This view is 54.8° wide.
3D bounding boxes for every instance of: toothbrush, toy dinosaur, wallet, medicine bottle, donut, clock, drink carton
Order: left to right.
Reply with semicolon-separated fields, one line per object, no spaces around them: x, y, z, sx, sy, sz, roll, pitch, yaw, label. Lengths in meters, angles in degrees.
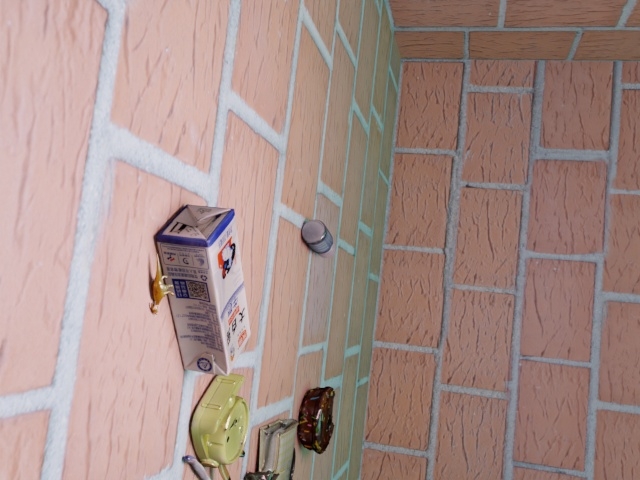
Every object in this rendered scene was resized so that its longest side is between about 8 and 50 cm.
-0.276;0.075;1.074;0.041;0.026;0.113;-13;117;-57;toy dinosaur
-0.250;0.521;1.340;0.269;0.021;0.027;79;9;-48;toothbrush
-0.215;0.098;1.176;0.130;0.107;0.314;-61;154;-54;drink carton
-0.211;0.421;1.362;0.170;0.069;0.231;-63;154;-56;clock
-0.133;0.681;1.766;0.223;0.077;0.309;35;62;-78;wallet
-0.015;0.625;2.143;0.216;0.096;0.230;-54;146;-60;donut
0.000;0.000;2.017;0.203;0.084;0.083;52;45;-67;medicine bottle

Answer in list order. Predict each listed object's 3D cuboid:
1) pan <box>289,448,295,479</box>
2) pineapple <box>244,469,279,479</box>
-0.103;0.768;1.977;0.136;0.028;0.235;-55;144;-62;pan
-0.158;0.723;1.591;0.128;0.128;0.247;40;50;-73;pineapple
